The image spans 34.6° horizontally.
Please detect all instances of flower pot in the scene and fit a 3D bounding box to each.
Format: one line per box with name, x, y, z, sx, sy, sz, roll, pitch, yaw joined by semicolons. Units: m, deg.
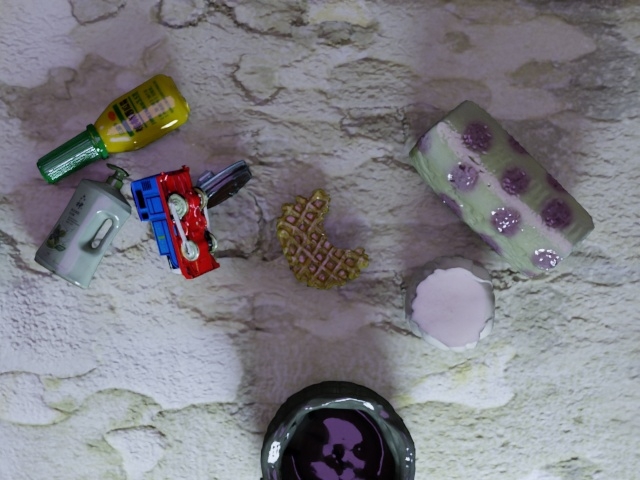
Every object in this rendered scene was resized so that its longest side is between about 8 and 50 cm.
flower pot;0.028;0.408;1.842;0.301;0.213;0.302;0;84;0

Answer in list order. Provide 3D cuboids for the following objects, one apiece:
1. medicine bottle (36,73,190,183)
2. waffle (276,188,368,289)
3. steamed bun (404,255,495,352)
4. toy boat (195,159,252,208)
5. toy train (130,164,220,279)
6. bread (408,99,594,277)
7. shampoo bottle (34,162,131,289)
medicine bottle;-0.398;-0.204;1.964;0.309;0.076;0.111;-31;74;-2
waffle;0.000;0.001;1.958;0.149;0.051;0.194;-21;81;-2
steamed bun;0.240;0.119;1.922;0.182;0.106;0.183;0;86;4
toy boat;-0.199;-0.109;1.968;0.140;0.059;0.066;-37;57;-3
toy train;-0.269;-0.033;1.928;0.131;0.082;0.204;-7;101;38
bread;0.325;-0.091;1.898;0.155;0.187;0.338;-43;87;-11
shampoo bottle;-0.434;-0.035;1.942;0.118;0.087;0.234;30;86;6
